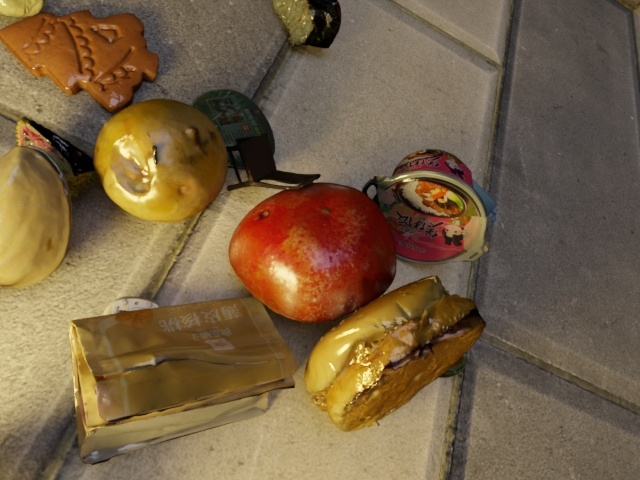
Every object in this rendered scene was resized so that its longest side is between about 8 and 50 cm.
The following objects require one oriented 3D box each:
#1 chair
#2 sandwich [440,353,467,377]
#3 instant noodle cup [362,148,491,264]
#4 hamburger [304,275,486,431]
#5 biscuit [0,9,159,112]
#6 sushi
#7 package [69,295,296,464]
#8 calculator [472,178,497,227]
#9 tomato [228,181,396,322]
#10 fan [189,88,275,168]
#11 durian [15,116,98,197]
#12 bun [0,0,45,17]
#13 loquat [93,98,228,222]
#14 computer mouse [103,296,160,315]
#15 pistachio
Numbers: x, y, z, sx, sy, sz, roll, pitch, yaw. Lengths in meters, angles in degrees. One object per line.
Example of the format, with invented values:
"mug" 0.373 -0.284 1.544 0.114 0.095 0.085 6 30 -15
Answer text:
"chair" -0.106 -0.159 0.886 0.084 0.213 0.101 -39 122 -44
"sandwich" 0.282 0.265 0.972 0.101 0.026 0.069 3 66 -21
"instant noodle cup" 0.247 -0.094 1.017 0.303 0.258 0.181 39 42 -16
"hamburger" 0.129 0.195 0.789 0.305 0.284 0.174 -25 66 -31
"biscuit" -0.510 -0.406 0.944 0.307 0.043 0.283 4 65 -21
"sushi" -0.038 -0.633 1.197 0.127 0.136 0.224 -3 63 -33
"package" -0.201 0.196 0.687 0.312 0.165 0.221 -1 72 -36
"calculator" 0.391 -0.120 1.191 0.210 0.039 0.121 47 56 4
"tomato" -0.003 -0.011 0.847 0.339 0.143 0.338 3 44 -3
"fan" -0.245 -0.271 1.011 0.295 0.012 0.223 9 63 -20
"durian" -0.489 -0.128 0.809 0.187 0.119 0.108 41 95 13
"bun" -0.642 -0.515 0.925 0.115 0.069 0.115 10 63 -20
"loquat" -0.287 -0.146 0.821 0.244 0.244 0.243 9 63 -19
"computer mouse" -0.322 0.193 0.740 0.102 0.045 0.198 9 67 -25
"pistachio" -0.479 -0.034 0.696 0.153 0.138 0.237 7 104 -25
